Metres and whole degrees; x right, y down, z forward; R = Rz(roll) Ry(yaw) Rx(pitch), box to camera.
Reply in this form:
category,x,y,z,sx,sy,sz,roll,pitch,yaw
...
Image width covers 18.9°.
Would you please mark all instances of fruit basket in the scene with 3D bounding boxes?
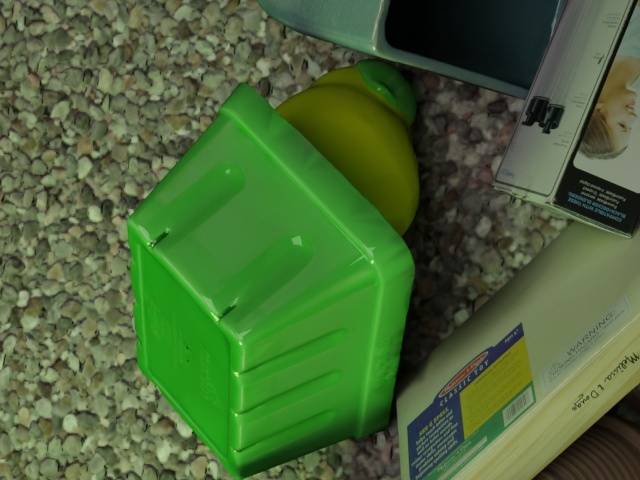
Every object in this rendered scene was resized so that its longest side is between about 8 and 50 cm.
category,x,y,z,sx,sy,sz,roll,pitch,yaw
fruit basket,0.000,0.000,1.837,0.283,0.392,0.392,46,106,22

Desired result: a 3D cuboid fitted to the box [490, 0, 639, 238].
category,x,y,z,sx,sy,sz,roll,pitch,yaw
box,0.269,-0.157,1.755,0.087,0.169,0.290,22,91,-15

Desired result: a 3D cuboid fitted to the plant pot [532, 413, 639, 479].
category,x,y,z,sx,sy,sz,roll,pitch,yaw
plant pot,0.210,0.265,1.717,0.237,0.110,0.237,-13,71,40

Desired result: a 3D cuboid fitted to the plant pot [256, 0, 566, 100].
category,x,y,z,sx,sy,sz,roll,pitch,yaw
plant pot,0.072,-0.286,1.845,0.252,0.248,0.247,14,92,45

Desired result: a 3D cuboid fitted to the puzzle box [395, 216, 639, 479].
category,x,y,z,sx,sy,sz,roll,pitch,yaw
puzzle box,0.227,0.077,1.731,0.052,0.272,0.409,41,108,-15

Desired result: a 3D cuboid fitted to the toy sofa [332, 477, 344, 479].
category,x,y,z,sx,sy,sz,roll,pitch,yaw
toy sofa,0.048,0.325,1.734,0.362,0.150,0.177,26,133,57
